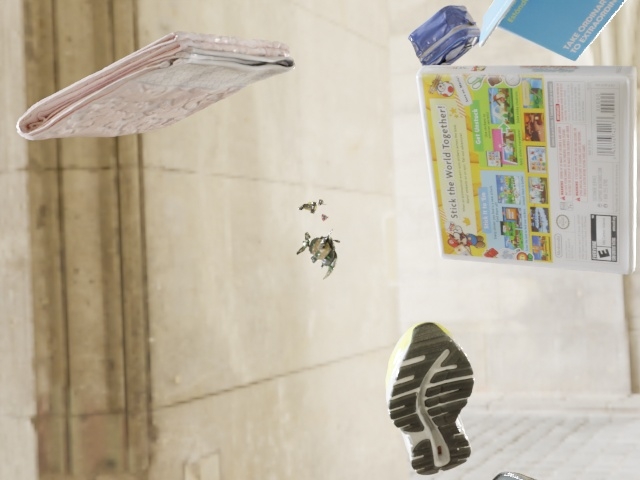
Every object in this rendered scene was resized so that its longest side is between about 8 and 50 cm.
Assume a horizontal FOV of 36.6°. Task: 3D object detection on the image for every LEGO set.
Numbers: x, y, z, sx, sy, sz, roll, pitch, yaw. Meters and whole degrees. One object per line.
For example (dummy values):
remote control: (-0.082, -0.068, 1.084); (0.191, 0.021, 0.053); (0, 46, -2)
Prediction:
LEGO set: (0.002, -0.001, 1.011); (0.054, 0.083, 0.023); (6, 3, 33)

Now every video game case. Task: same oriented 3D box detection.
video game case: (0.209, -0.070, 0.972); (0.206, 0.227, 0.026); (5, 37, 23)

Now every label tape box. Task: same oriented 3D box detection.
label tape box: (0.281, -0.310, 0.921); (0.115, 0.249, 0.348); (33, 34, -5)

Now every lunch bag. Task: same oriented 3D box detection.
lunch bag: (0.183, -0.287, 1.381); (0.067, 0.065, 0.098); (-15, -15, -47)

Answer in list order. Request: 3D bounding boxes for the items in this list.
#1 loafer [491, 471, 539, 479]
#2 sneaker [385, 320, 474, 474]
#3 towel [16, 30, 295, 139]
loafer: (0.271, 0.347, 1.238); (0.078, 0.076, 0.223); (33, -1, -19)
sneaker: (0.095, 0.137, 0.927); (0.081, 0.094, 0.209); (-12, -43, -4)
towel: (-0.239, -0.227, 1.472); (0.317, 0.053, 0.332); (-20, -2, 28)
